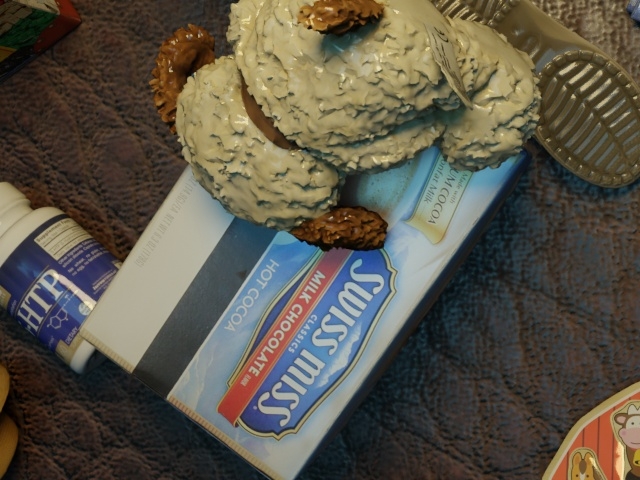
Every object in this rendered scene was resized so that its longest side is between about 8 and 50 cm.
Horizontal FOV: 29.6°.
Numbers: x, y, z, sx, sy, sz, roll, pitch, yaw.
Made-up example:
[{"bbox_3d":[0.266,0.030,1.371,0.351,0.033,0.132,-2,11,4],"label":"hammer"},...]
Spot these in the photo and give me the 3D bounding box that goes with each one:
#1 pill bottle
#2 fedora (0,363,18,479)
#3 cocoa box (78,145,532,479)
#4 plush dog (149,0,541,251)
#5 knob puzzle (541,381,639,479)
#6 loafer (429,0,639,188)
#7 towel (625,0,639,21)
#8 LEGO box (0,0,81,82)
[{"bbox_3d":[-0.268,0.033,1.197,0.187,0.112,0.112,40,101,6],"label":"pill bottle"},{"bbox_3d":[-0.369,0.215,1.230,0.194,0.194,0.079,-37,121,12],"label":"fedora"},{"bbox_3d":[0.000,0.000,1.079,0.228,0.231,0.347,36,100,7],"label":"cocoa box"},{"bbox_3d":[-0.008,-0.101,0.874,0.262,0.210,0.225,46,122,5],"label":"plush dog"},{"bbox_3d":[0.293,0.222,1.103,0.213,0.030,0.213,-10,68,25],"label":"knob puzzle"},{"bbox_3d":[0.200,-0.157,1.103,0.268,0.092,0.102,43,103,-11],"label":"loafer"},{"bbox_3d":[0.423,-0.289,1.075,0.209,0.034,0.285,25,101,6],"label":"towel"},{"bbox_3d":[-0.485,-0.365,1.079,0.193,0.372,0.500,-34,88,12],"label":"LEGO box"}]
